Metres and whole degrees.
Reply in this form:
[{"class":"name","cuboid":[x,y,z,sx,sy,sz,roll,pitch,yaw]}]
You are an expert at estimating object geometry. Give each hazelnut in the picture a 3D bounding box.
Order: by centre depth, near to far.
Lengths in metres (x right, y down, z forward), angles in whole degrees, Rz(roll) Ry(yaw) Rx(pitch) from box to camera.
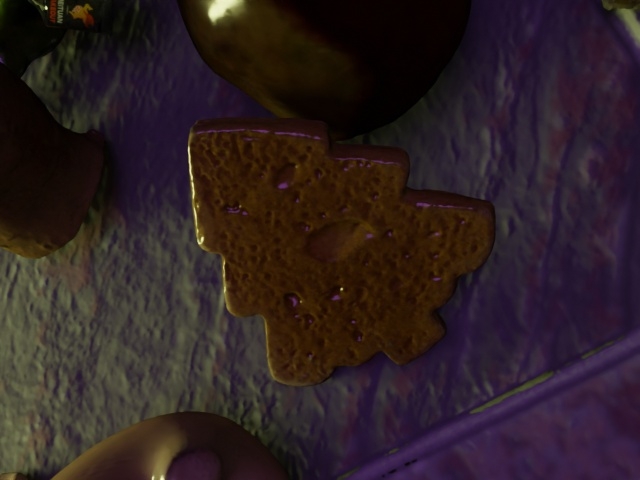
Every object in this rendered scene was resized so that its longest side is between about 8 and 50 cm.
[{"class":"hazelnut","cuboid":[0.006,-0.192,0.491,0.229,0.229,0.230,-2,83,14]}]

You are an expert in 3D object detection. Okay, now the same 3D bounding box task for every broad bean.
[{"class":"broad bean","cuboid":[-0.285,-0.268,0.637,0.144,0.049,0.292,-29,79,-23]}]

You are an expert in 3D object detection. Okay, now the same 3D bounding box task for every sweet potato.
[{"class":"sweet potato","cuboid":[-0.284,-0.094,0.494,0.131,0.337,0.131,-9,65,19]}]

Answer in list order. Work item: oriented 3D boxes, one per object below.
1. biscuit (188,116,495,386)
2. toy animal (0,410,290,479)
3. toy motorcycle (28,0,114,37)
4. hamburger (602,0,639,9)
[{"class":"biscuit","cuboid":[0.000,0.000,0.514,0.212,0.041,0.238,-39,107,22]},{"class":"toy animal","cuboid":[-0.170,0.246,0.493,0.326,0.269,0.237,-26,77,-23]},{"class":"toy motorcycle","cuboid":[-0.234,-0.303,0.588,0.157,0.091,0.263,4,71,-19]},{"class":"hamburger","cuboid":[0.290,-0.250,0.473,0.207,0.135,0.155,-2,85,11]}]
